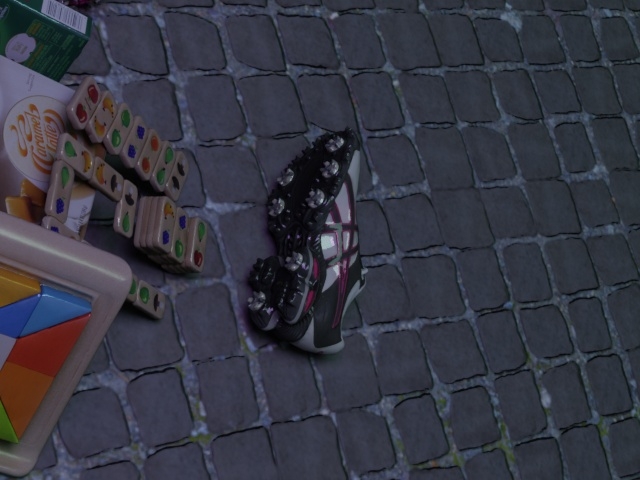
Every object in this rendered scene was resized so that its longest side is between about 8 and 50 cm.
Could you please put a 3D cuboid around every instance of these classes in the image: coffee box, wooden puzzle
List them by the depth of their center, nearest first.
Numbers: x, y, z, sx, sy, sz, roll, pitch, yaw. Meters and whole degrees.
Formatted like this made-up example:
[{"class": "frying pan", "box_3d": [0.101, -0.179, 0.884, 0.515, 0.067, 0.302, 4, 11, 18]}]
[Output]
[{"class": "wooden puzzle", "box_3d": [-0.315, 0.092, 1.298, 0.221, 0.044, 0.238, 23, 102, -26]}, {"class": "coffee box", "box_3d": [-0.308, -0.039, 1.406, 0.141, 0.098, 0.246, 25, 58, -26]}, {"class": "coffee box", "box_3d": [-0.339, -0.223, 1.450, 0.184, 0.113, 0.040, 24, 41, -24]}]

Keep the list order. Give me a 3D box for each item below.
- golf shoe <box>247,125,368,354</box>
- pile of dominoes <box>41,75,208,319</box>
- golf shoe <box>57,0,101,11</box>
[{"class": "golf shoe", "box_3d": [0.000, 0.000, 1.627, 0.120, 0.105, 0.273, 38, 58, -37]}, {"class": "pile of dominoes", "box_3d": [-0.188, -0.043, 1.443, 0.251, 0.040, 0.196, 44, 48, -59]}, {"class": "golf shoe", "box_3d": [-0.246, -0.343, 1.568, 0.140, 0.115, 0.306, 57, 42, -8]}]
